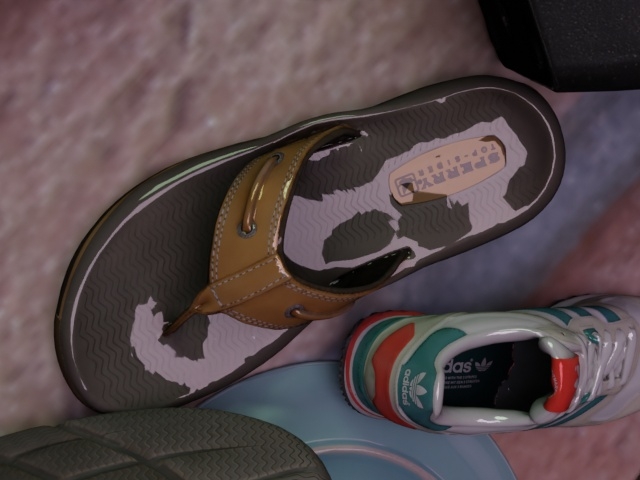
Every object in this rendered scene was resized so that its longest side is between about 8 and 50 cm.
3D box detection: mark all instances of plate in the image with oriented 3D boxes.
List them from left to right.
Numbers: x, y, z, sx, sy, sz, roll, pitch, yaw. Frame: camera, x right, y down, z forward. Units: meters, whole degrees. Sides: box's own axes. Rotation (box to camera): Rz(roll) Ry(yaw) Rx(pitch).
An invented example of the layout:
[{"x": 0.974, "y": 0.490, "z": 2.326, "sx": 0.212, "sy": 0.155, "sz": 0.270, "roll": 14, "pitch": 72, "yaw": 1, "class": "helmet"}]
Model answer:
[{"x": 0.003, "y": 0.143, "z": 0.626, "sx": 0.188, "sy": 0.024, "sz": 0.188, "roll": -1, "pitch": 97, "yaw": -13, "class": "plate"}]

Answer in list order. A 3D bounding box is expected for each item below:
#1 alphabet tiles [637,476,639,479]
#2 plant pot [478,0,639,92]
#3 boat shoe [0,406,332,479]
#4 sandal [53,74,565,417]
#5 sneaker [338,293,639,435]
[{"x": 0.234, "y": 0.258, "z": 0.704, "sx": 0.342, "sy": 0.011, "sz": 0.285, "roll": 35, "pitch": 88, "yaw": -15, "class": "alphabet tiles"}, {"x": 0.131, "y": -0.145, "z": 0.553, "sx": 0.167, "sy": 0.188, "sz": 0.187, "roll": -19, "pitch": 101, "yaw": 2, "class": "plant pot"}, {"x": -0.150, "y": 0.175, "z": 0.551, "sx": 0.355, "sy": 0.132, "sz": 0.130, "roll": -23, "pitch": 115, "yaw": 0, "class": "boat shoe"}, {"x": 0.000, "y": 0.000, "z": 0.588, "sx": 0.219, "sy": 0.060, "sz": 0.090, "roll": -21, "pitch": 101, "yaw": -8, "class": "sandal"}, {"x": 0.093, "y": 0.054, "z": 0.604, "sx": 0.161, "sy": 0.075, "sz": 0.057, "roll": 0, "pitch": 97, "yaw": -23, "class": "sneaker"}]
